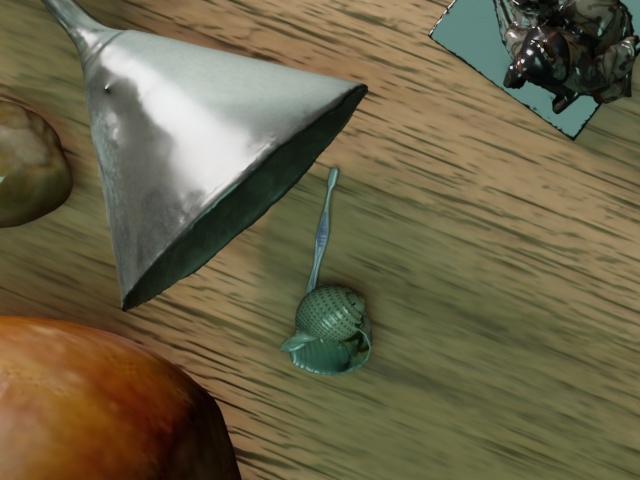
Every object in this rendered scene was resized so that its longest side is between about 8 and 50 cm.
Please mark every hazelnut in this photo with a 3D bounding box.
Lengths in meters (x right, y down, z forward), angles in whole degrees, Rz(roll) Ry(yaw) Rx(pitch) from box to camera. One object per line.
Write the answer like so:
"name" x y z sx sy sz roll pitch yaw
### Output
"hazelnut" -0.238 0.216 1.522 0.372 0.315 0.372 17 131 21

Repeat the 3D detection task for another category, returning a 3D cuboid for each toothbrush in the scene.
"toothbrush" 0.000 0.000 1.602 0.011 0.013 0.131 15 103 16

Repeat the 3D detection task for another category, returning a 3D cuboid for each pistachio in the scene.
"pistachio" -0.301 -0.061 1.596 0.185 0.126 0.108 2 59 13

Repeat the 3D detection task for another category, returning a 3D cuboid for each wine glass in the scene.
"wine glass" -0.191 -0.169 1.488 0.406 0.267 0.267 45 103 4

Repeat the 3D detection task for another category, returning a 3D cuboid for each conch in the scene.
"conch" 0.010 0.074 1.592 0.085 0.056 0.076 -27 113 42

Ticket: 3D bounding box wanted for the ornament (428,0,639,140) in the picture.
"ornament" 0.185 -0.165 1.454 0.166 0.196 0.153 35 104 0
